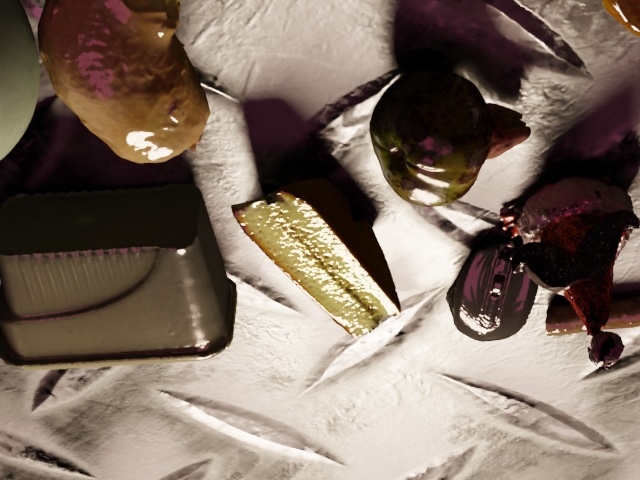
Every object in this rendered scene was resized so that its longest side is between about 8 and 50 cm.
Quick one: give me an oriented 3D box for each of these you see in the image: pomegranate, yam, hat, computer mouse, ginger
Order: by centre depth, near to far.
[{"bbox_3d":[-0.181,-0.168,1.608,0.152,0.138,0.267,-22,140,-9],"label":"ginger"},{"bbox_3d":[0.129,-0.099,1.680,0.163,0.125,0.138,7,126,-4],"label":"pomegranate"},{"bbox_3d":[0.267,0.036,1.770,0.140,0.227,0.129,-8,141,5],"label":"hat"},{"bbox_3d":[0.195,0.067,1.940,0.099,0.057,0.172,12,140,1],"label":"computer mouse"},{"bbox_3d":[0.421,0.079,1.952,0.327,0.045,0.045,-5,172,12],"label":"yam"}]

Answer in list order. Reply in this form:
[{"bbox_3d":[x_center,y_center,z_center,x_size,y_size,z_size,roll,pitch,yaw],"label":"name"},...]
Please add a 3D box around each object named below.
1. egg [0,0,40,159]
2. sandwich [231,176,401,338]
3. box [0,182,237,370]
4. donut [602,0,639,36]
[{"bbox_3d":[-0.426,-0.190,1.494,0.389,0.276,0.276,28,135,-28],"label":"egg"},{"bbox_3d":[0.000,0.000,1.855,0.090,0.088,0.244,-26,130,20],"label":"sandwich"},{"bbox_3d":[-0.238,0.036,1.888,0.274,0.138,0.178,-4,135,5],"label":"box"},{"bbox_3d":[0.392,-0.263,1.439,0.330,0.160,0.330,-1,135,-1],"label":"donut"}]
